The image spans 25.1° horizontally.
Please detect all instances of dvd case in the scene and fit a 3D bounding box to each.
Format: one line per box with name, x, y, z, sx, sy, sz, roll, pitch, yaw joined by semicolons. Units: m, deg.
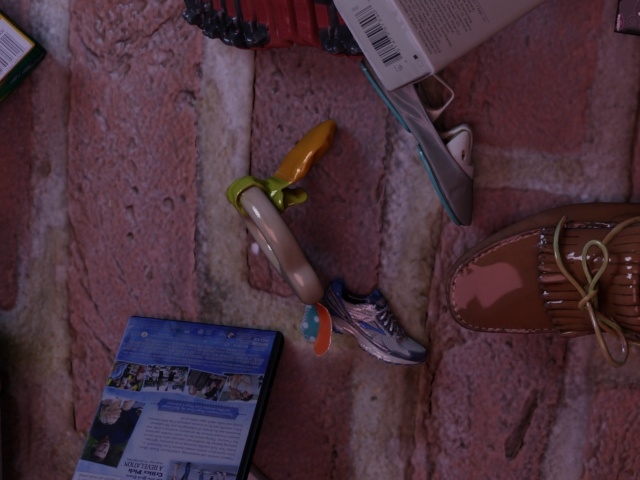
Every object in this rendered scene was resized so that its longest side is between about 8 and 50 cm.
dvd case;-0.152;0.193;1.529;0.180;0.253;0.022;6;140;11

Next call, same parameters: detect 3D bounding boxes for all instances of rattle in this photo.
rattle;0.000;0.000;1.509;0.143;0.130;0.199;-33;84;-24

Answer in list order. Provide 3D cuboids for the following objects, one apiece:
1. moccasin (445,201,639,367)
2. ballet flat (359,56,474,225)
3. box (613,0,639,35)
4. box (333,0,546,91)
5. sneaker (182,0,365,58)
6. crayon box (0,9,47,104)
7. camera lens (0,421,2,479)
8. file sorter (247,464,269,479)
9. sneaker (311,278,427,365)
moccasin;0.310;0.040;1.411;0.380;0.147;0.139;-1;105;14
ballet flat;0.117;-0.116;1.456;0.068;0.072;0.213;-30;97;13
box;0.320;-0.240;1.380;0.062;0.052;0.083;10;109;10
box;0.154;-0.252;1.311;0.275;0.094;0.113;-33;97;-23
sneaker;-0.019;-0.249;1.438;0.276;0.135;0.097;12;123;34
crayon box;-0.449;-0.158;1.522;0.165;0.081;0.278;43;88;-1
camera lens;-0.470;0.223;1.613;0.219;0.219;0.274;5;107;12
file sorter;-0.128;0.371;1.600;0.278;0.173;0.193;44;110;-1
sneaker;0.058;0.087;1.538;0.135;0.052;0.058;29;106;4
